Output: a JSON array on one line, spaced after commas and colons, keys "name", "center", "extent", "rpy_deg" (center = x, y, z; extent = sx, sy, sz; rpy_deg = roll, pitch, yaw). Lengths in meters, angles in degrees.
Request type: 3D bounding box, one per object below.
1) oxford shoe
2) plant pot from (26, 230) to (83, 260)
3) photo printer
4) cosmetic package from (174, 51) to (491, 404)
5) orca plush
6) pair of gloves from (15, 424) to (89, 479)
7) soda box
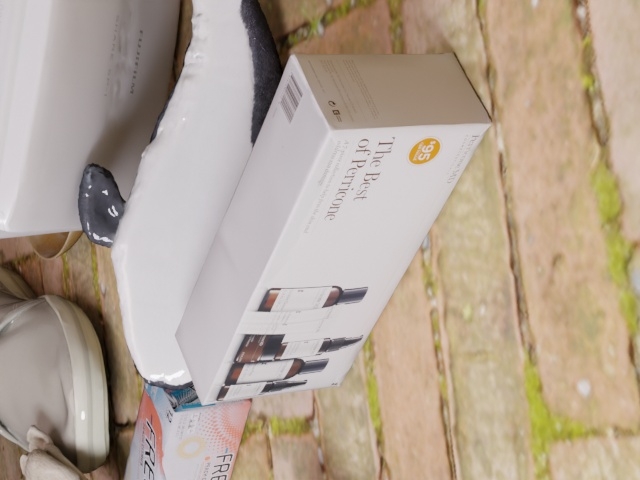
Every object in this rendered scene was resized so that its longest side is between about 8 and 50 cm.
[{"name": "oxford shoe", "center": [-0.314, 0.121, 1.390], "extent": [0.449, 0.130, 0.169], "rpy_deg": [22, 112, 58]}, {"name": "plant pot", "center": [-0.248, -0.100, 1.333], "extent": [0.236, 0.032, 0.236], "rpy_deg": [13, 104, 61]}, {"name": "photo printer", "center": [-0.180, -0.129, 0.973], "extent": [0.307, 0.107, 0.256], "rpy_deg": [-10, -70, -80]}, {"name": "cosmetic package", "center": [0.000, 0.000, 0.801], "extent": [0.060, 0.099, 0.239], "rpy_deg": [64, 146, 32]}, {"name": "orca plush", "center": [-0.080, -0.050, 0.948], "extent": [0.102, 0.151, 0.287], "rpy_deg": [-14, -83, -86]}, {"name": "pair of gloves", "center": [-0.210, 0.290, 1.242], "extent": [0.204, 0.042, 0.240], "rpy_deg": [43, 141, 31]}, {"name": "soda box", "center": [-0.106, 0.172, 1.063], "extent": [0.058, 0.063, 0.183], "rpy_deg": [55, 139, 45]}]
